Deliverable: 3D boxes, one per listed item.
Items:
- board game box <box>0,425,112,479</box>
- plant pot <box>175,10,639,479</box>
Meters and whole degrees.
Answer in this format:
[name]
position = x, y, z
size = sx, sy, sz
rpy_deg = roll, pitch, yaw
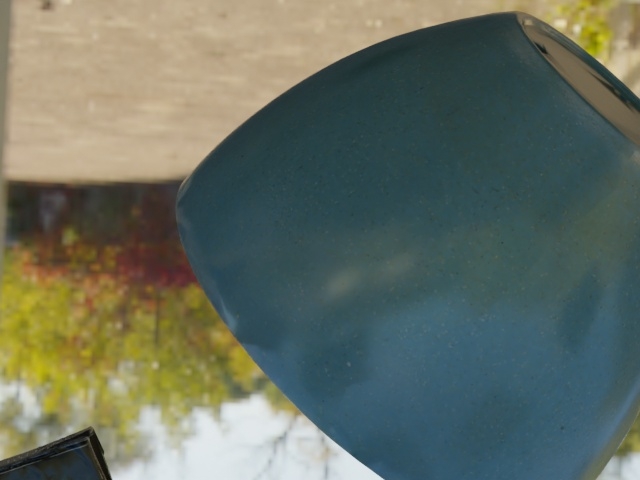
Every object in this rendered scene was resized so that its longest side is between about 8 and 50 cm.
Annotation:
[board game box]
position = -0.139, 0.148, 0.480
size = 0.186, 0.126, 0.026
rpy_deg = -18, -178, -9
[plant pot]
position = 0.094, -0.010, 0.857
size = 0.290, 0.195, 0.290
rpy_deg = 36, -159, -16
